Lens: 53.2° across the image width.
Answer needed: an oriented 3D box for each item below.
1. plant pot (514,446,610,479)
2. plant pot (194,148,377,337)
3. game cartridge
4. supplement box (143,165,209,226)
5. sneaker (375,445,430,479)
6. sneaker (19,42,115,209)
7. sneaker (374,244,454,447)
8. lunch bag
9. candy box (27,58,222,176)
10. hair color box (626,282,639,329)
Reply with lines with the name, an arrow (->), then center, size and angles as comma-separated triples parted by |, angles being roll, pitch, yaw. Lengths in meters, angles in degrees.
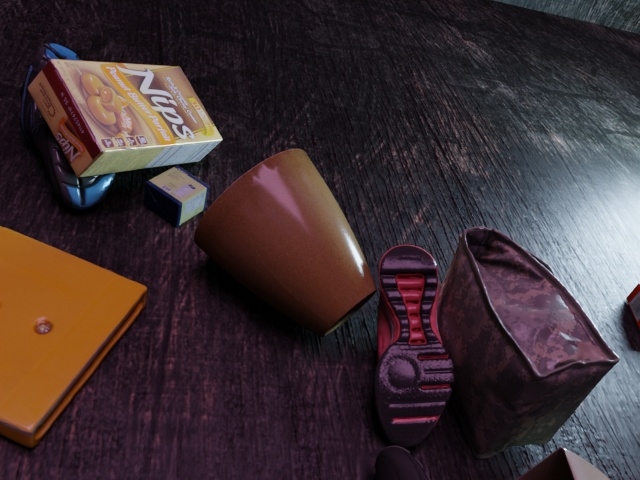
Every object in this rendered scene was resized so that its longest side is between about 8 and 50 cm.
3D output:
plant pot -> 0.351, 0.368, 0.880 | 0.096, 0.109, 0.109 | 19, 38, -20
plant pot -> -0.034, 0.023, 1.039 | 0.254, 0.237, 0.237 | 49, 46, 12
game cartridge -> -0.456, 0.106, 0.893 | 0.323, 0.053, 0.285 | 21, 40, 6
supplement box -> -0.264, -0.082, 1.173 | 0.083, 0.056, 0.083 | 33, 41, 16
sneaker -> 0.087, 0.370, 0.768 | 0.106, 0.101, 0.267 | 7, 41, -12
sneaker -> -0.473, -0.192, 1.180 | 0.125, 0.139, 0.341 | 12, 52, -49
sneaker -> 0.144, 0.171, 1.012 | 0.115, 0.136, 0.314 | 3, 64, 4
lunch bag -> 0.275, 0.146, 0.991 | 0.168, 0.235, 0.287 | -6, 46, -20
candy box -> -0.343, -0.228, 1.172 | 0.183, 0.087, 0.316 | 60, 32, 5
hair color box -> 0.730, 0.152, 1.313 | 0.167, 0.053, 0.093 | 14, 39, -8
